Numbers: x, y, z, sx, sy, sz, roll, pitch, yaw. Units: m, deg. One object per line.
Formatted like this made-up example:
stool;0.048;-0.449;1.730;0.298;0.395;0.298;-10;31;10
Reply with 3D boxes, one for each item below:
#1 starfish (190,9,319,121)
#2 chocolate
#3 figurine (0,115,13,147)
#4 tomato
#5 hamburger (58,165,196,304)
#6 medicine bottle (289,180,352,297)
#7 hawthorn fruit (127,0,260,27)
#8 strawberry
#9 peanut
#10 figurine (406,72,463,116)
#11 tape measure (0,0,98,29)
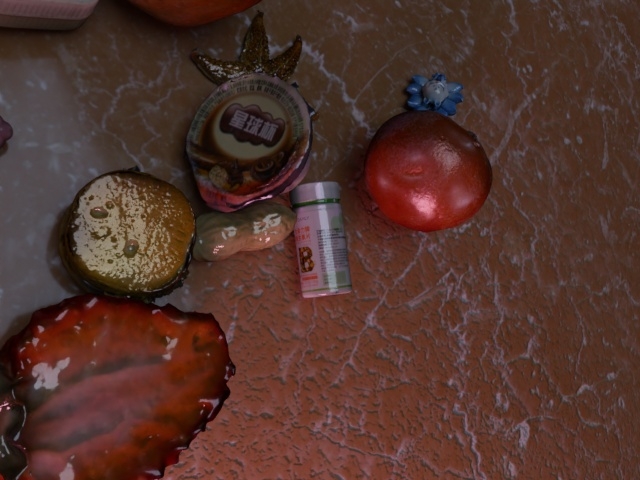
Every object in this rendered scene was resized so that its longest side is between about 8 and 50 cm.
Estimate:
starfish;-0.096;-0.271;1.080;0.240;0.043;0.227;31;70;-26
chocolate;-0.087;-0.131;0.998;0.147;0.221;0.221;41;56;-64
figurine;-0.449;-0.142;0.842;0.083;0.071;0.067;18;32;-34
tomato;0.174;-0.114;1.111;0.232;0.232;0.188;34;85;-22
hamburger;-0.262;0.001;0.900;0.191;0.118;0.182;40;69;-15
medicine bottle;0.000;0.000;1.068;0.086;0.086;0.183;-5;85;-30
hawthorn fruit;-0.164;-0.453;0.916;0.268;0.301;0.267;-7;99;-52
strawberry;-0.280;0.197;0.853;0.336;0.149;0.265;-16;93;-41
peanut;-0.121;-0.016;1.003;0.187;0.082;0.082;-12;89;-30
figurine;0.214;-0.264;1.233;0.114;0.079;0.114;2;69;-6
tape measure;-0.421;-0.409;0.876;0.207;0.115;0.235;-11;85;-36
